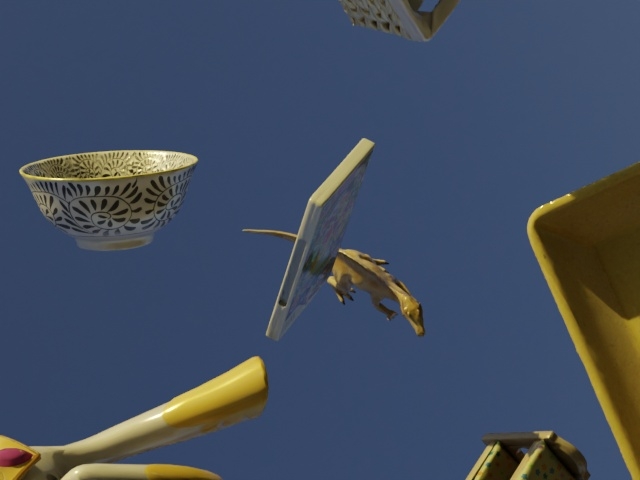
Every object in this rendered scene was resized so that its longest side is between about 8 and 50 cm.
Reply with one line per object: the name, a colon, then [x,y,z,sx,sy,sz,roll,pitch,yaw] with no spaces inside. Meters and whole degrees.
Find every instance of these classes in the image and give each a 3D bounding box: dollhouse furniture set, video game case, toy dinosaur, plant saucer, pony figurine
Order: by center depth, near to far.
video game case: [0.000,0.000,0.936,0.011,0.122,0.087,27,-141,10]
pony figurine: [-0.236,0.223,1.032,0.363,0.351,0.303,-3,-129,-20]
dollhouse furniture set: [0.176,0.285,1.208,0.161,0.101,0.182,48,-120,-18]
toy dinosaur: [0.028,0.024,1.227,0.183,0.092,0.053,30,-98,19]
plant saucer: [0.406,0.062,1.303,0.081,0.333,0.333,10,-124,-68]

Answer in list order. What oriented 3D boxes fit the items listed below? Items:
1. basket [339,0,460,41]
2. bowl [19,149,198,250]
basket: [0.063,-0.290,1.358,0.113,0.103,0.167,-54,-44,-20]
bowl: [-0.201,-0.036,1.357,0.170,0.170,0.080,-11,-76,-37]
